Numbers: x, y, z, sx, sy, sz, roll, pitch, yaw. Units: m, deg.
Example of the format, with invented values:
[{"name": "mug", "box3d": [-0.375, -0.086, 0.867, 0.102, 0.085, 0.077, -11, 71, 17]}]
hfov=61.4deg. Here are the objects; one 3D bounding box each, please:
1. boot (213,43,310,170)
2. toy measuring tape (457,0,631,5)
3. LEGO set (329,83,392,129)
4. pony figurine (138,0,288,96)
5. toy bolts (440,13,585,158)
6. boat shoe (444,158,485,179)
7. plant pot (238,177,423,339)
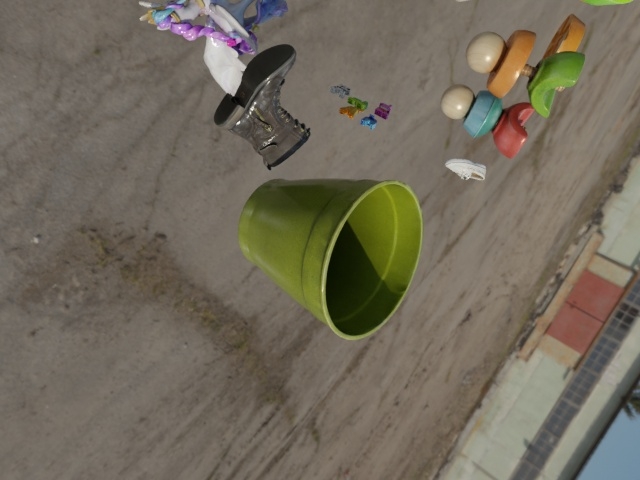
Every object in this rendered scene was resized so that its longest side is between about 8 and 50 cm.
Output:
[{"name": "boot", "box3d": [-0.099, -0.303, 1.260, 0.263, 0.091, 0.229, -42, 140, 17]}, {"name": "toy measuring tape", "box3d": [0.325, -0.334, 0.682, 0.330, 0.121, 0.121, -28, 149, -10]}, {"name": "LEGO set", "box3d": [0.143, -0.451, 1.826, 0.093, 0.227, 0.087, -40, 154, -41]}, {"name": "pony figurine", "box3d": [-0.257, -0.603, 1.470, 0.363, 0.351, 0.303, -50, -175, -24]}, {"name": "toy bolts", "box3d": [0.305, -0.274, 0.894, 0.229, 0.158, 0.218, 110, 6, -58]}, {"name": "boat shoe", "box3d": [0.303, -0.145, 1.125, 0.100, 0.035, 0.035, 9, 75, -27]}, {"name": "plant pot", "box3d": [0.000, 0.000, 1.300, 0.366, 0.352, 0.367, -23, 122, -42]}]
